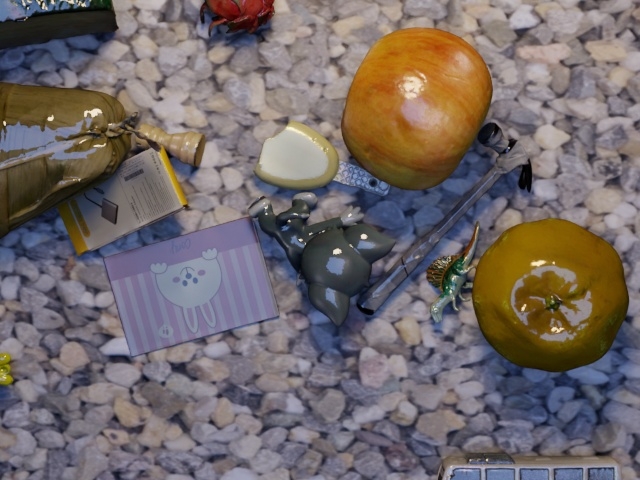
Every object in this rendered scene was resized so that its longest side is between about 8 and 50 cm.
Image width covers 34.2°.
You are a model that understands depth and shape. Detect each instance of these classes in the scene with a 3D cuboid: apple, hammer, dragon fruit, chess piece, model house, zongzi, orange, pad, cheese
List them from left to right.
[{"bbox_3d":[-0.533,-0.498,1.851,0.298,0.243,0.284,-10,88,-9],"label":"model house"},{"bbox_3d":[-0.528,-0.055,1.908,0.499,0.218,0.467,4,109,1],"label":"zongzi"},{"bbox_3d":[-0.281,-0.182,1.939,0.122,0.066,0.066,15,93,4],"label":"chess piece"},{"bbox_3d":[-0.245,0.088,1.976,0.299,0.005,0.202,-15,93,4],"label":"pad"},{"bbox_3d":[-0.152,-0.442,1.902,0.142,0.130,0.121,0,126,1],"label":"dragon fruit"},{"bbox_3d":[0.010,-0.140,1.938,0.255,0.050,0.127,16,92,0],"label":"cheese"},{"bbox_3d":[0.163,-0.230,1.821,0.233,0.286,0.286,27,94,0],"label":"apple"},{"bbox_3d":[0.215,-0.025,1.915,0.427,0.044,0.152,-44,119,10],"label":"hammer"},{"bbox_3d":[0.405,0.097,1.839,0.279,0.235,0.279,0,86,1],"label":"orange"}]

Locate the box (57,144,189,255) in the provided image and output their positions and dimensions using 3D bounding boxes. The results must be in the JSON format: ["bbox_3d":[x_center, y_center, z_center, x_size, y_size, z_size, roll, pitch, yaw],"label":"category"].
[{"bbox_3d":[-0.373,-0.074,1.939,0.247,0.033,0.129,-22,92,20],"label":"box"}]

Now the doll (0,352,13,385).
[{"bbox_3d":[-0.702,0.245,1.961,0.241,0.099,0.135,0,70,1],"label":"doll"}]

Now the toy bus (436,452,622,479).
[{"bbox_3d":[0.384,0.466,1.928,0.342,0.097,0.138,0,91,2],"label":"toy bus"}]

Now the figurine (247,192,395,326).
[{"bbox_3d":[-0.003,-0.003,1.900,0.265,0.140,0.193,43,88,-5],"label":"figurine"}]

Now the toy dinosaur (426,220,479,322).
[{"bbox_3d":[0.249,0.059,1.946,0.106,0.044,0.187,-5,83,15],"label":"toy dinosaur"}]
